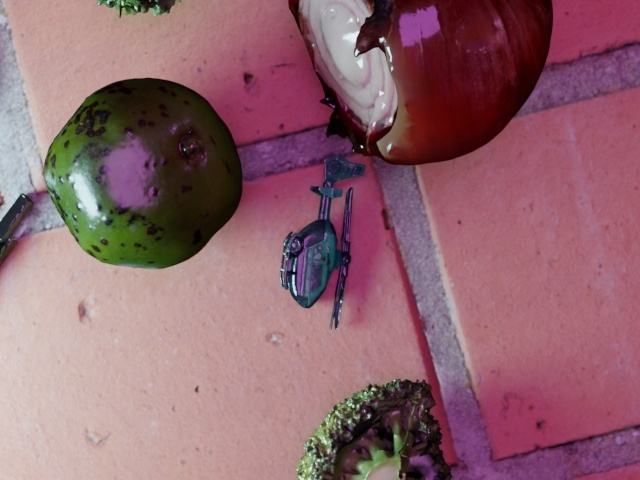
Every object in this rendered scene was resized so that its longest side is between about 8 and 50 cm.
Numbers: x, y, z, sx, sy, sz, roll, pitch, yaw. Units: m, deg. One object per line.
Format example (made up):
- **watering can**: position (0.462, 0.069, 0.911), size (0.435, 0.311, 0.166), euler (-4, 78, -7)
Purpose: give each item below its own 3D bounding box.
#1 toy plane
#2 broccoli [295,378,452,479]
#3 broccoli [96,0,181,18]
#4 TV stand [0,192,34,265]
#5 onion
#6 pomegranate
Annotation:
- **toy plane**: position (0.000, 0.000, 1.522), size (0.096, 0.060, 0.235), euler (8, 91, -7)
- **broccoli**: position (0.074, 0.293, 1.453), size (0.198, 0.176, 0.226), euler (40, 110, -9)
- **broccoli**: position (-0.189, -0.471, 1.438), size (0.249, 0.302, 0.375), euler (31, 115, 23)
- **TV stand**: position (-0.468, 0.043, 1.533), size (0.042, 0.036, 0.249), euler (36, 88, 3)
- **onion**: position (0.126, -0.274, 1.404), size (0.341, 0.341, 0.341), euler (0, 88, 0)
- **pomegranate**: position (-0.229, -0.078, 1.445), size (0.254, 0.270, 0.254), euler (16, 60, -29)
